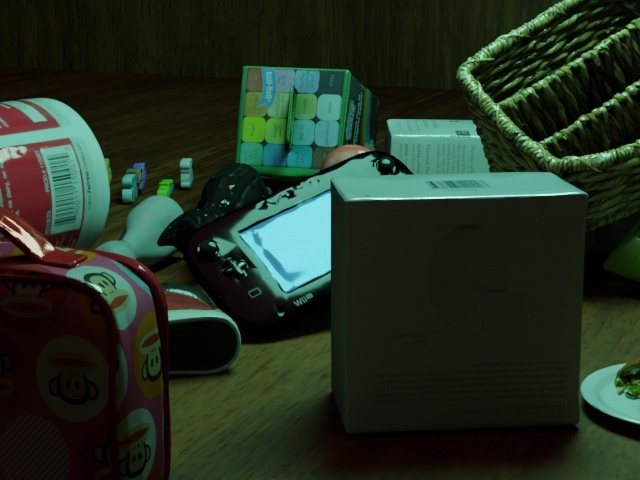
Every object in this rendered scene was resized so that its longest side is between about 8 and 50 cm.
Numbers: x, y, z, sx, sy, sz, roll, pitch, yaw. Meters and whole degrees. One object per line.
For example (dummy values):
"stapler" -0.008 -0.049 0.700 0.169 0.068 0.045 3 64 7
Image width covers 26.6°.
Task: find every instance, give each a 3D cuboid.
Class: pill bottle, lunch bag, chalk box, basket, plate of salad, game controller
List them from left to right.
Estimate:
"pill bottle" -0.488 -0.049 1.709 0.229 0.229 0.408 12 18 40
"lunch bag" -0.264 0.098 1.051 0.293 0.258 0.120 5 15 18
"chalk box" -0.028 -0.176 2.167 0.179 0.180 0.289 4 -5 16
"game controller" 0.000 0.000 1.615 0.319 0.067 0.166 -27 53 -26
"basket" 0.360 -0.174 1.718 0.299 0.223 0.213 -30 30 -15
"plate of salad" 0.355 0.141 1.315 0.200 0.048 0.200 1 14 0

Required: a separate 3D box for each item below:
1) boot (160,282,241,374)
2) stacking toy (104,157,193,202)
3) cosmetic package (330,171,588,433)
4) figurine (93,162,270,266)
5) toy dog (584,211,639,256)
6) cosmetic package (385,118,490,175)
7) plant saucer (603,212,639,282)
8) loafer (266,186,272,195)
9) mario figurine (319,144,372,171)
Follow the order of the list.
"boot" -0.224 0.088 1.461 0.244 0.088 0.176 4 12 -19
"stacking toy" -0.314 -0.093 2.274 0.167 0.052 0.221 0 16 6
"cosmetic package" 0.126 0.055 1.294 0.224 0.224 0.138 -1 11 -6
"figurine" -0.196 -0.011 1.767 0.215 0.092 0.209 -20 10 24
"toy dog" 0.454 -0.057 1.880 0.334 0.160 0.220 -2 14 -8
"cosmetic package" 0.194 -0.101 2.077 0.184 0.151 0.151 0 15 -1
"plant saucer" 0.477 -0.011 1.685 0.188 0.045 0.188 23 57 31
"loafer" -0.095 -0.054 2.044 0.062 0.061 0.170 22 4 -29
"mario figurine" 0.033 -0.002 1.833 0.198 0.170 0.320 37 30 1
